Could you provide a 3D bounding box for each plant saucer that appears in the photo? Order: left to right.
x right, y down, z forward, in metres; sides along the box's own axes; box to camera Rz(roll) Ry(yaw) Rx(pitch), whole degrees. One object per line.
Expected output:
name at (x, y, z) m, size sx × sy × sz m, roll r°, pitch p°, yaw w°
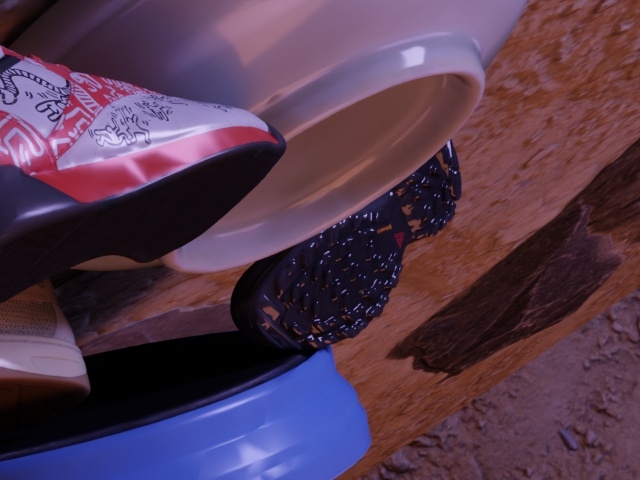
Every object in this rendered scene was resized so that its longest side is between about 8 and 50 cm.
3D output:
plant saucer at (-0.020, -0.076, 1.072) m, size 0.400 × 0.101 × 0.400 m, roll -28°, pitch 166°, yaw -8°

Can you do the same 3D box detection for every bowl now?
bowl at (-0.164, 0.138, 1.248) m, size 0.391 × 0.077 × 0.391 m, roll -12°, pitch -174°, yaw 1°

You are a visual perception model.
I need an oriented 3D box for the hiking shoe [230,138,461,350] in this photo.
hiking shoe at (0.000, 0.000, 1.266) m, size 0.114 × 0.086 × 0.227 m, roll 3°, pitch -148°, yaw 41°

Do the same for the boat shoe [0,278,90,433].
boat shoe at (-0.250, 0.041, 1.022) m, size 0.109 × 0.098 × 0.302 m, roll -29°, pitch 156°, yaw 30°

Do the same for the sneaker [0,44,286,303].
sneaker at (-0.126, -0.059, 0.847) m, size 0.090 × 0.145 × 0.270 m, roll -46°, pitch 168°, yaw 27°
